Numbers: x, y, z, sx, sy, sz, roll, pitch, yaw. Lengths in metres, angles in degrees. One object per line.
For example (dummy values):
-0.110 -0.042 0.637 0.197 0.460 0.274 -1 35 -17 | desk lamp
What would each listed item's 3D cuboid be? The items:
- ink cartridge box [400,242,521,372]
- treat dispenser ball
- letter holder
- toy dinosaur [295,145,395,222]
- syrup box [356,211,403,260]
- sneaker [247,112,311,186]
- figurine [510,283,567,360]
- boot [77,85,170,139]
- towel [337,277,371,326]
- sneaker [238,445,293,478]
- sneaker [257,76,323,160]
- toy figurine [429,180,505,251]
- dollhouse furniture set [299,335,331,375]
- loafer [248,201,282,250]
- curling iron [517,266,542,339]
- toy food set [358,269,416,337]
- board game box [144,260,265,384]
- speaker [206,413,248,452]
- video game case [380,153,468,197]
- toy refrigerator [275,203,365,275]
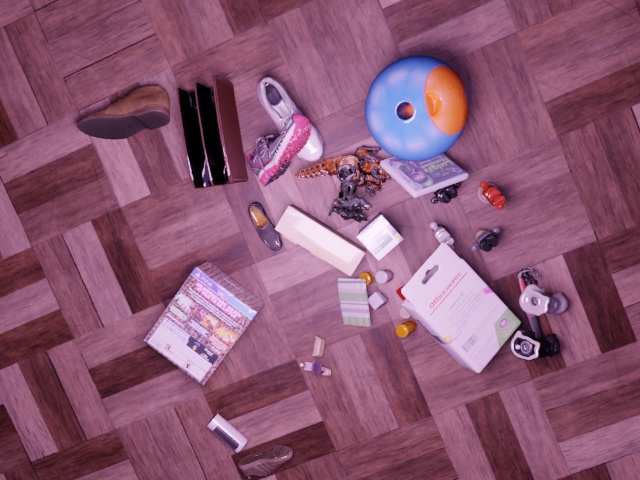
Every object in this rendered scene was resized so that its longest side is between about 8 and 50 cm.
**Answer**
0.386 0.189 1.752 0.353 0.119 0.207 46 80 -14 | ink cartridge box
0.267 -0.366 1.675 0.287 0.288 0.289 1 96 5 | treat dispenser ball
-0.330 -0.312 1.772 0.151 0.214 0.302 -8 96 6 | letter holder
0.097 -0.180 1.804 0.321 0.164 0.219 -3 74 20 | toy dinosaur
0.173 -0.016 1.748 0.093 0.237 0.096 -43 91 7 | syrup box
-0.132 -0.270 1.743 0.112 0.121 0.299 50 140 3 | sneaker
0.658 0.243 1.765 0.092 0.209 0.215 12 91 45 | figurine
-0.606 -0.396 1.864 0.305 0.112 0.115 -10 65 10 | boot
0.105 0.190 1.862 0.113 0.023 0.152 -1 100 45 | towel
-0.170 0.725 1.958 0.188 0.066 0.071 -16 111 12 | sneaker
-0.098 -0.359 1.790 0.111 0.129 0.297 -38 93 6 | sneaker
0.428 -0.074 1.772 0.212 0.148 0.210 2 102 3 | toy figurine
-0.015 0.368 1.923 0.081 0.091 0.115 -4 70 45 | dollhouse furniture set
-0.177 -0.039 1.865 0.062 0.061 0.170 -33 93 7 | loafer
0.654 0.212 1.831 0.068 0.035 0.274 -11 95 6 | curling iron
0.227 0.176 1.853 0.111 0.104 0.232 -46 73 21 | toy food set
-0.357 0.253 1.874 0.232 0.141 0.291 37 98 0 | board game box
-0.304 0.626 1.954 0.136 0.055 0.055 42 98 0 | speaker
0.298 -0.204 1.729 0.190 0.173 0.022 -20 137 -22 | video game case
0.000 0.000 1.834 0.269 0.102 0.094 32 98 0 | toy refrigerator
